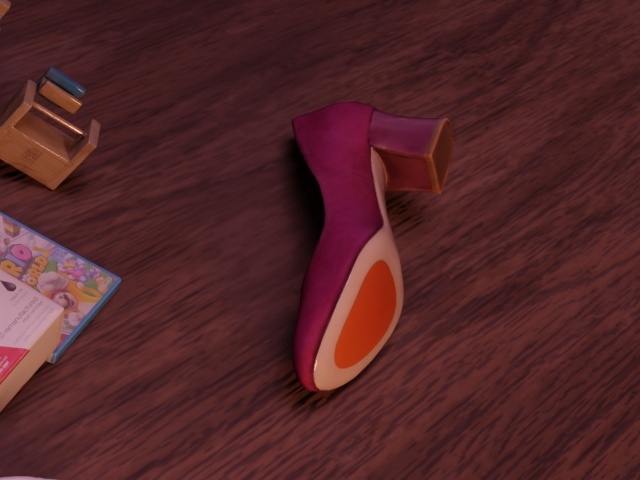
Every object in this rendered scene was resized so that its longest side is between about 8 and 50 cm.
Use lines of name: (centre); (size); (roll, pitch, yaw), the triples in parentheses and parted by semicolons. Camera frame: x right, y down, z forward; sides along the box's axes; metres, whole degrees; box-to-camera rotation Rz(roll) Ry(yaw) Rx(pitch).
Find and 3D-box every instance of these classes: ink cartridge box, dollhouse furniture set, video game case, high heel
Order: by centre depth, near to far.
ink cartridge box: (-0.306, 0.069, 1.085); (0.150, 0.063, 0.109); (30, 51, 7)
video game case: (-0.279, 0.032, 1.183); (0.166, 0.015, 0.119); (28, 41, 6)
dollhouse furniture set: (-0.324, -0.141, 1.287); (0.184, 0.129, 0.129); (33, 35, -27)
high heel: (0.000, 0.000, 1.312); (0.181, 0.127, 0.377); (5, 40, 23)

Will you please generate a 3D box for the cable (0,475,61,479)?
cable: (-0.203, 0.284, 0.897); (0.257, 0.089, 0.257); (3, 45, -23)
